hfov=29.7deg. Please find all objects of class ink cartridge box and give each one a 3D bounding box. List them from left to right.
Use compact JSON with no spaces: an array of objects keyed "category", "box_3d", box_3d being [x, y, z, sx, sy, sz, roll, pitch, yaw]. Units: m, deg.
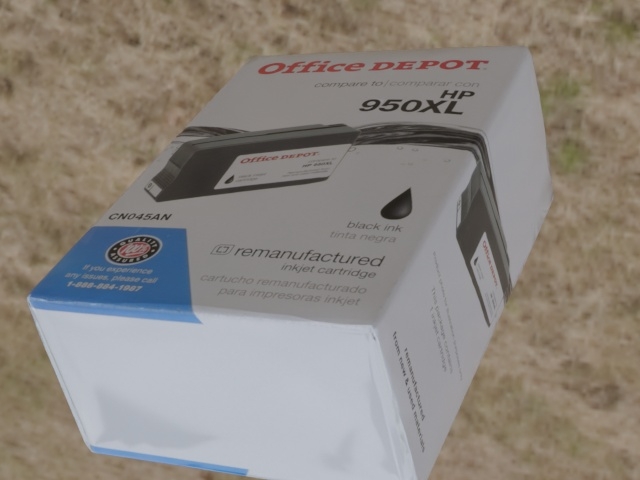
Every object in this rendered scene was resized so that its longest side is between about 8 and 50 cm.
[{"category":"ink cartridge box","box_3d":[0.000,0.000,0.990,0.285,0.395,0.166,3,126,26]}]
